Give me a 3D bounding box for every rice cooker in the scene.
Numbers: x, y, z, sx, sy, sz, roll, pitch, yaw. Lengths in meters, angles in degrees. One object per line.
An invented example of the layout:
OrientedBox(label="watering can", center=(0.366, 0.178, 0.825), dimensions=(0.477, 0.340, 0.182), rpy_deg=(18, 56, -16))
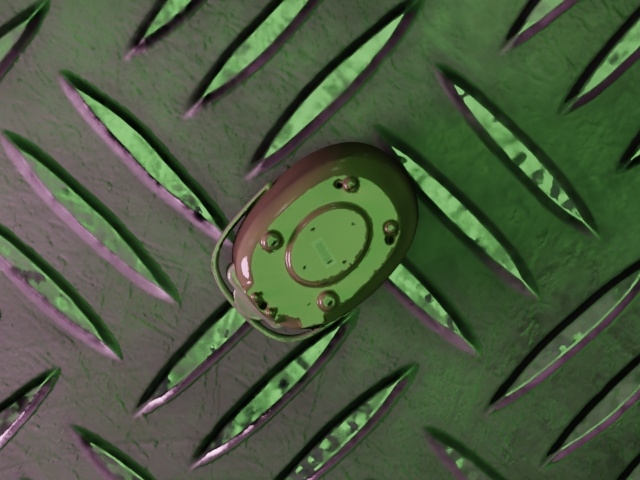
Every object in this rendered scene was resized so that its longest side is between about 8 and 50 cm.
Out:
OrientedBox(label="rice cooker", center=(0.000, 0.000, 1.178), dimensions=(0.206, 0.127, 0.145), rpy_deg=(-43, 98, -1))
